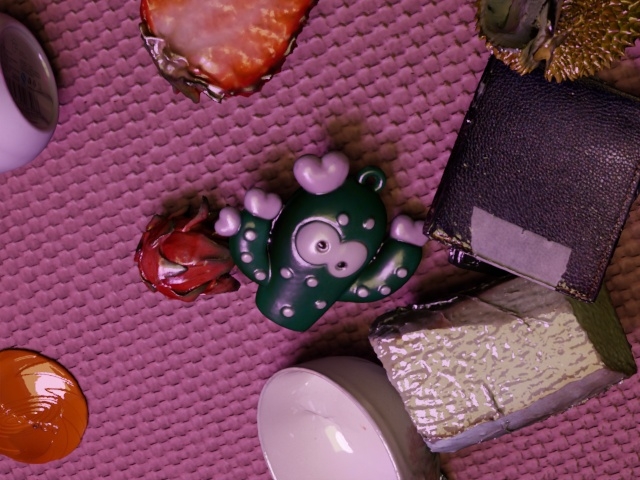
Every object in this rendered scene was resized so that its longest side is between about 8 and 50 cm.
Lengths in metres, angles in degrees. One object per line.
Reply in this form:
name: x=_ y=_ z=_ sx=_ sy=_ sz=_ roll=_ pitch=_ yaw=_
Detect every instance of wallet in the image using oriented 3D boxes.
wallet: x=0.262 y=-0.082 z=1.369 sx=0.221 sy=0.071 sz=0.262 roll=22 pitch=79 yaw=-3

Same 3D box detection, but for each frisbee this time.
frisbee: x=-0.434 y=0.249 z=1.701 sx=0.192 sy=0.035 sz=0.192 roll=4 pitch=113 yaw=8

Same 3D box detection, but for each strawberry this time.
strawberry: x=-0.100 y=-0.272 z=1.398 sx=0.236 sy=0.111 sz=0.190 roll=-37 pitch=93 yaw=-3

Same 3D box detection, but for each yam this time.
yam: x=0.236 y=0.129 z=1.456 sx=0.271 sy=0.201 sz=0.202 roll=-25 pitch=87 yaw=23

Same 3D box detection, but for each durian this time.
durian: x=0.290 y=-0.283 z=1.300 sx=0.137 sy=0.193 sz=0.237 roll=26 pitch=100 yaw=-33

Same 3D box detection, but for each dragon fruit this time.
dragon fruit: x=-0.171 y=0.019 z=1.524 sx=0.142 sy=0.130 sz=0.121 roll=-18 pitch=76 yaw=17

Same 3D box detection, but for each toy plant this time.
toy plant: x=0.005 y=0.001 z=1.478 sx=0.243 sy=0.112 sz=0.232 roll=-33 pitch=119 yaw=10

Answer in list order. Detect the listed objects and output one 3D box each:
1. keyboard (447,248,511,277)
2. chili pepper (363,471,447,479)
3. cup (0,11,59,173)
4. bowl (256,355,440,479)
keyboard: x=0.226 y=-0.063 z=1.468 sx=0.093 sy=0.025 sz=0.230 roll=14 pitch=114 yaw=2
chili pepper: x=0.085 y=0.364 z=1.654 sx=0.216 sy=0.062 sz=0.108 roll=-2 pitch=106 yaw=10
cup: x=-0.498 y=-0.156 z=1.442 sx=0.317 sy=0.212 sz=0.212 roll=-14 pitch=110 yaw=14
bowl: x=0.055 y=0.270 z=1.544 sx=0.277 sy=0.145 sz=0.277 roll=24 pitch=125 yaw=38
